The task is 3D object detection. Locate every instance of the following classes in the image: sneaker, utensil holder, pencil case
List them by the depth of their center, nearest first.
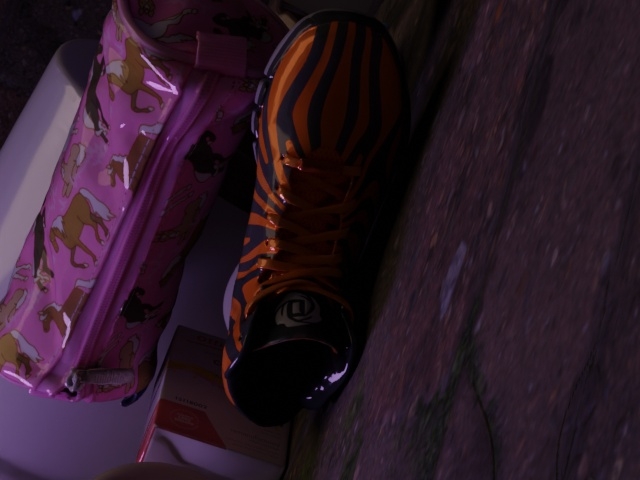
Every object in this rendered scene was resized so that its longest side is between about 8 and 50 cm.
[{"bbox_3d":[0.000,0.000,1.379,0.180,0.124,0.321,-93,12,-62],"label":"sneaker"},{"bbox_3d":[-0.153,-0.039,1.537,0.160,0.167,0.386,-15,-41,-48],"label":"pencil case"},{"bbox_3d":[-0.210,0.038,1.866,0.385,0.327,0.327,-59,10,17],"label":"utensil holder"}]

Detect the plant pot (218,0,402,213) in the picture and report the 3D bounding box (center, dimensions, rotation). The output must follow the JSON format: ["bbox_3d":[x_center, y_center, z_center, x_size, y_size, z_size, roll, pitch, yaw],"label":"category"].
[{"bbox_3d":[-0.019,-0.118,1.639,0.165,0.167,0.167,-60,11,20],"label":"plant pot"}]

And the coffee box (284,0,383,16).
[{"bbox_3d":[-0.018,-0.440,1.494,0.338,0.334,0.338,-56,15,33],"label":"coffee box"}]

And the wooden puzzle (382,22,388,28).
[{"bbox_3d":[0.045,-0.155,1.779,0.116,0.014,0.078,-81,12,-55],"label":"wooden puzzle"}]

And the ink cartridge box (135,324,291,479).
[{"bbox_3d":[-0.086,0.143,1.596,0.198,0.115,0.067,-85,16,-62],"label":"ink cartridge box"}]

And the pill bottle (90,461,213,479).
[{"bbox_3d":[-0.158,0.324,1.498,0.162,0.162,0.278,-81,12,-53],"label":"pill bottle"}]
